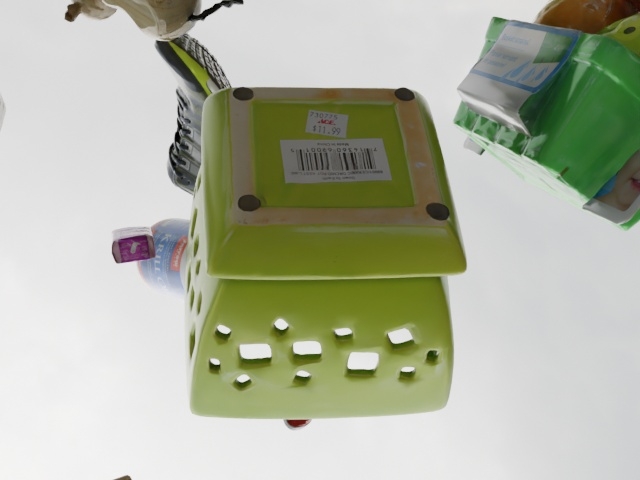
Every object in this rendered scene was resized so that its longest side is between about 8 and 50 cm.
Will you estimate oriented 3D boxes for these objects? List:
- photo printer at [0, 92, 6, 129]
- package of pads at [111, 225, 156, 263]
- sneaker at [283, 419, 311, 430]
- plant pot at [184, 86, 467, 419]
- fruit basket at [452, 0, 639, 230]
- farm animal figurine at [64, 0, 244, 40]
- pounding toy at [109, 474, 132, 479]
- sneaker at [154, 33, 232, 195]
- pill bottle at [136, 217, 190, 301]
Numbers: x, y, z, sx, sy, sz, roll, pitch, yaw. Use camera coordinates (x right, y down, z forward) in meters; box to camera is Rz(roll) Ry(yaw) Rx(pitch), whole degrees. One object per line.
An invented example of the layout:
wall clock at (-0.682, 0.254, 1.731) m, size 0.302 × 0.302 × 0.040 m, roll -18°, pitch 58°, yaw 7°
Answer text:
photo printer at (-0.452, -0.090, 0.998) m, size 0.107 × 0.256 × 0.307 m, roll 60°, pitch 179°, yaw -26°
package of pads at (-0.224, 0.004, 1.164) m, size 0.050 × 0.083 × 0.031 m, roll -9°, pitch -78°, yaw -10°
sneaker at (-0.001, 0.228, 1.405) m, size 0.118 × 0.067 × 0.042 m, roll -31°, pitch -98°, yaw -46°
plant pot at (0.000, 0.000, 0.819) m, size 0.228 × 0.207 × 0.227 m, roll 0°, pitch -132°, yaw -7°
fruit basket at (0.273, -0.200, 0.837) m, size 0.165 × 0.353 × 0.327 m, roll 27°, pitch -171°, yaw -21°
farm animal figurine at (-0.214, -0.318, 0.941) m, size 0.327 × 0.172 × 0.330 m, roll 6°, pitch -129°, yaw 0°
pounding toy at (-0.325, 0.448, 1.299) m, size 0.183 × 0.236 × 0.110 m, roll 6°, pitch -165°, yaw -46°
sneaker at (-0.151, -0.128, 1.255) m, size 0.121 × 0.300 × 0.111 m, roll -22°, pitch -146°, yaw 1°
pill bottle at (-0.167, 0.034, 1.422) m, size 0.124 × 0.222 × 0.124 m, roll -4°, pitch -83°, yaw -37°
